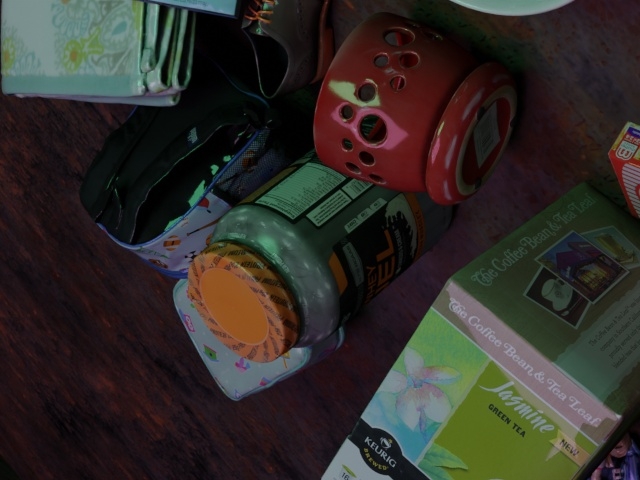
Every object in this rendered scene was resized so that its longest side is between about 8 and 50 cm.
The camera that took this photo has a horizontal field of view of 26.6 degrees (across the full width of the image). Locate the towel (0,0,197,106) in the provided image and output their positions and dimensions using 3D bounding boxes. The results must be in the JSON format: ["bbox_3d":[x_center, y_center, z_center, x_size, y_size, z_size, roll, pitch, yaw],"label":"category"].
[{"bbox_3d":[-0.293,-0.340,1.764,0.375,0.090,0.320,7,94,44],"label":"towel"}]

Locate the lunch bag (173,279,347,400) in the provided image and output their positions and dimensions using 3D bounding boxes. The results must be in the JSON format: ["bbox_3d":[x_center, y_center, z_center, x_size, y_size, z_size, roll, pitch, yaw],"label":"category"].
[{"bbox_3d":[-0.092,0.097,1.954,0.279,0.108,0.224,-34,83,53],"label":"lunch bag"}]

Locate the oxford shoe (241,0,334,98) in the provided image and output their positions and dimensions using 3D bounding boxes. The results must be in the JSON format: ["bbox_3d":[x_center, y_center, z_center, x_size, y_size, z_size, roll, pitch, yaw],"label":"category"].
[{"bbox_3d":[-0.044,-0.293,1.621,0.097,0.098,0.271,21,135,35],"label":"oxford shoe"}]

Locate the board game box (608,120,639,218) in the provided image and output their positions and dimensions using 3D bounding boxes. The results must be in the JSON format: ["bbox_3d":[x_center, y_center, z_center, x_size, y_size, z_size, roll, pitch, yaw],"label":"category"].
[{"bbox_3d":[0.395,-0.037,1.356,0.194,0.045,0.147,27,169,31],"label":"board game box"}]

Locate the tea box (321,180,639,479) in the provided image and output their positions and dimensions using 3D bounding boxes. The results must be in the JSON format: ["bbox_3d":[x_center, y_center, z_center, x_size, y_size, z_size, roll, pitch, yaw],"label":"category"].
[{"bbox_3d":[0.225,0.157,1.466,0.220,0.329,0.323,39,127,16],"label":"tea box"}]

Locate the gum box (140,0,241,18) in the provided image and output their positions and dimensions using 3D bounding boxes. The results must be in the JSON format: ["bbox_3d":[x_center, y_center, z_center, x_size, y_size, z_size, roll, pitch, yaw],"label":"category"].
[{"bbox_3d":[-0.158,-0.366,1.592,0.157,0.041,0.184,10,94,4],"label":"gum box"}]

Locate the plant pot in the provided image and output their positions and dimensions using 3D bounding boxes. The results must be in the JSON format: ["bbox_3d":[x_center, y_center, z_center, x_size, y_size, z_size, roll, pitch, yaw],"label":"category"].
[{"bbox_3d":[0.111,-0.139,1.512,0.174,0.191,0.191,27,138,26],"label":"plant pot"}]

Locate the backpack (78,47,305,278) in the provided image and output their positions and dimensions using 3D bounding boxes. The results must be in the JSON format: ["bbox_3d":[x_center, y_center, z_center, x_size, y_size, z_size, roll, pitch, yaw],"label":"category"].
[{"bbox_3d":[-0.171,-0.088,1.773,0.276,0.263,0.213,42,175,48],"label":"backpack"}]

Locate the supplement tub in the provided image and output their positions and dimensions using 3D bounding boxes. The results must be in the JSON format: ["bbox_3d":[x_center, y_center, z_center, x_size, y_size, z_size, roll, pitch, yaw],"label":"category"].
[{"bbox_3d":[0.000,0.000,1.642,0.194,0.316,0.193,29,139,28],"label":"supplement tub"}]

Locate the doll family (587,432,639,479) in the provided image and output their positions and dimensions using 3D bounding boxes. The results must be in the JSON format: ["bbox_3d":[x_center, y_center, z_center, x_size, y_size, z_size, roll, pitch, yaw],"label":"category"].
[{"bbox_3d":[0.370,0.321,1.703,0.163,0.118,0.262,-3,96,42],"label":"doll family"}]

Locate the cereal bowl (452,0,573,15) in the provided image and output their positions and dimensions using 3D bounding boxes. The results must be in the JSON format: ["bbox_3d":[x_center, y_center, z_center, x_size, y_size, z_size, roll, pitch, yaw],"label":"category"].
[{"bbox_3d":[0.178,-0.389,1.262,0.339,0.141,0.339,28,138,29],"label":"cereal bowl"}]
